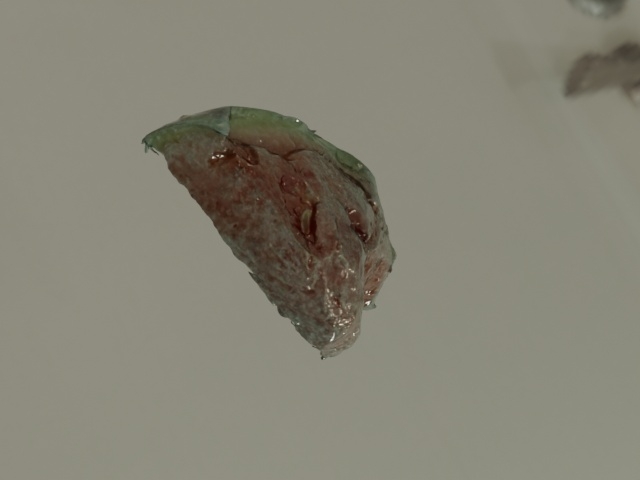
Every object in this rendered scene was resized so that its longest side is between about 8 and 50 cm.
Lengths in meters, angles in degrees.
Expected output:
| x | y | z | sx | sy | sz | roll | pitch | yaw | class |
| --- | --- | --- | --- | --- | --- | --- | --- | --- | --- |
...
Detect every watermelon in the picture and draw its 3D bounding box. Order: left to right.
| x | y | z | sx | sy | sz | roll | pitch | yaw | class |
| --- | --- | --- | --- | --- | --- | --- | --- | --- | --- |
| 0.000 | 0.000 | 0.899 | 0.071 | 0.139 | 0.187 | -38 | 137 | 13 | watermelon |
